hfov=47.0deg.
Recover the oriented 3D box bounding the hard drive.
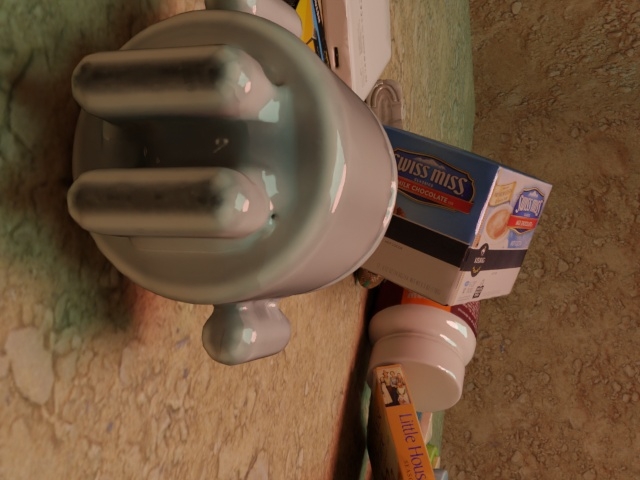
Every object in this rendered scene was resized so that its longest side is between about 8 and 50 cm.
[{"bbox_3d":[0.068,-0.353,1.237,0.307,0.040,0.203,-63,152,-55],"label":"hard drive"}]

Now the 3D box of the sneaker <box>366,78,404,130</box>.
[{"bbox_3d":[0.118,-0.183,1.382,0.095,0.090,0.235,78,21,-69],"label":"sneaker"}]

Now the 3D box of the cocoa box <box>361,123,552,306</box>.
[{"bbox_3d":[0.218,-0.043,1.265,0.347,0.231,0.227,2,110,-60],"label":"cocoa box"}]

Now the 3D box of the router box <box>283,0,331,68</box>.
[{"bbox_3d":[-0.029,-0.217,0.912,0.179,0.046,0.133,75,24,-48],"label":"router box"}]

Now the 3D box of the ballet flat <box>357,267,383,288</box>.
[{"bbox_3d":[0.109,0.020,1.445,0.067,0.073,0.206,-64,178,38],"label":"ballet flat"}]

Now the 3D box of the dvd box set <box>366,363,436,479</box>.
[{"bbox_3d":[0.160,0.483,1.337,0.307,0.062,0.420,91,-10,-47],"label":"dvd box set"}]

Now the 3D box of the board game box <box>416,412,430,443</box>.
[{"bbox_3d":[0.217,0.514,1.869,0.336,0.079,0.253,75,25,-48],"label":"board game box"}]

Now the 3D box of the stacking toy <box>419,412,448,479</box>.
[{"bbox_3d":[0.271,0.578,1.702,0.309,0.130,0.279,81,27,-42],"label":"stacking toy"}]

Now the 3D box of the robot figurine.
[{"bbox_3d":[-0.051,-0.054,0.584,0.353,0.200,0.299,10,85,-74],"label":"robot figurine"}]

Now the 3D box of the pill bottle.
[{"bbox_3d":[0.222,0.144,1.553,0.224,0.224,0.392,77,22,-44],"label":"pill bottle"}]
